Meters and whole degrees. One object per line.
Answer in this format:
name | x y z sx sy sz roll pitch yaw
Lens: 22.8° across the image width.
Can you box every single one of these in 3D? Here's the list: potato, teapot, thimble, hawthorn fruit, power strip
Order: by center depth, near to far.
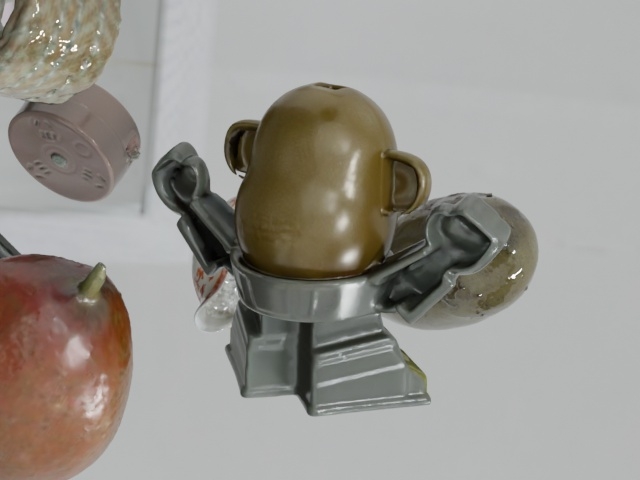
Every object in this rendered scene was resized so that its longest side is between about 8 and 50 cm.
hawthorn fruit | -0.241 0.092 1.359 0.251 0.199 0.199 -50 -158 35
thimble | -0.330 -0.252 1.697 0.148 0.229 0.196 15 97 -53
teapot | -0.058 0.016 1.760 0.159 0.245 0.116 55 -18 -17
potato | 0.145 0.027 1.918 0.262 0.165 0.165 -3 -101 47
power strip | -0.296 -0.121 1.927 0.078 0.154 0.154 -58 164 -36

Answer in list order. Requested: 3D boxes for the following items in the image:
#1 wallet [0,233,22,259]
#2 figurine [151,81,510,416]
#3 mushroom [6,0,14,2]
wallet | -0.329 0.086 1.584 0.168 0.245 0.052 -45 -179 20
figurine | 0.000 0.001 1.423 0.167 0.342 0.285 -62 153 -69
mushroom | -0.480 -0.401 2.142 0.126 0.397 0.177 92 10 -74
